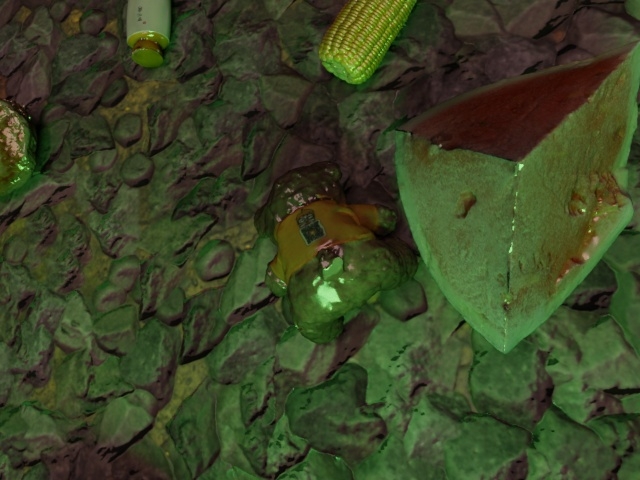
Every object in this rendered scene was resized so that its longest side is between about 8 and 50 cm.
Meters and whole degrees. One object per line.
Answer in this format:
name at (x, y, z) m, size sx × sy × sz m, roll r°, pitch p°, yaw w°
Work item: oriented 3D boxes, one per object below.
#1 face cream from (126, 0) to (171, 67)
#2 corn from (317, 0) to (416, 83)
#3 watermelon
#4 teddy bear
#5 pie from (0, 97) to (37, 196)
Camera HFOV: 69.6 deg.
face cream at (-0.272, -0.367, 0.733) m, size 0.072 × 0.051 × 0.182 m, roll -5°, pitch 77°, yaw 11°
corn at (0.067, -0.290, 0.612) m, size 0.085 × 0.063 × 0.165 m, roll 34°, pitch 86°, yaw 30°
watermelon at (0.208, -0.067, 0.471) m, size 0.260 × 0.176 × 0.256 m, roll -32°, pitch 78°, yaw -17°
teddy bear at (0.000, 0.000, 0.531) m, size 0.177 × 0.140 × 0.190 m, roll -35°, pitch 62°, yaw 8°
pie at (-0.539, -0.148, 0.744) m, size 0.193 × 0.079 × 0.163 m, roll 8°, pitch 84°, yaw 15°
